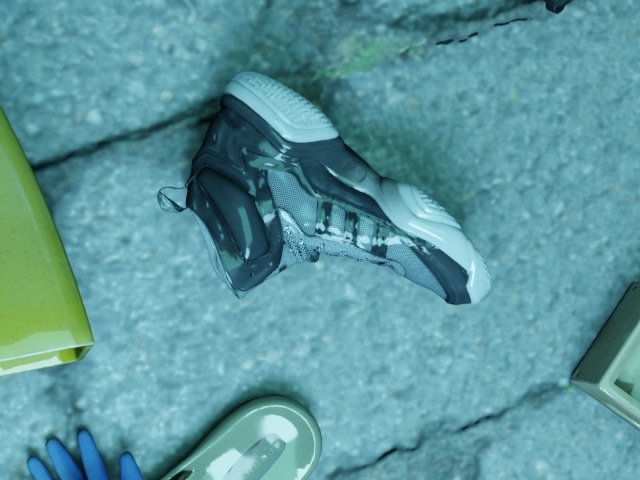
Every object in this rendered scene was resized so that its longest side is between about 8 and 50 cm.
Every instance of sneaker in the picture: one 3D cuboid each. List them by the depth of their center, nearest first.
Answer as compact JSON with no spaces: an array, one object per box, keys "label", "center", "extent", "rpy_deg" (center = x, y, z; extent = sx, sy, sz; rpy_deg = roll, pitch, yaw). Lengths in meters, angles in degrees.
[{"label":"sneaker","center":[0.000,0.000,0.928],"extent":[0.268,0.101,0.153],"rpy_deg":[38,84,-10]}]

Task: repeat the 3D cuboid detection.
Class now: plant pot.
[{"label":"plant pot","center":[-0.282,0.007,0.801],"extent":[0.212,0.212,0.187],"rpy_deg":[-10,83,-15]}]

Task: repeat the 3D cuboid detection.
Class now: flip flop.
[{"label":"flip flop","center":[-0.100,0.241,0.925],"extent":[0.277,0.080,0.112],"rpy_deg":[-45,105,-8]}]

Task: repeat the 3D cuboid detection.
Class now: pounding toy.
[{"label":"pounding toy","center":[0.308,0.129,1.037],"extent":[0.141,0.100,0.130],"rpy_deg":[36,84,-5]}]

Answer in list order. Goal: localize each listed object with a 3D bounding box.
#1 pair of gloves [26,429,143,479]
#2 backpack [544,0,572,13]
[{"label":"pair of gloves","center":[-0.215,0.235,0.871],"extent":[0.198,0.023,0.159],"rpy_deg":[-24,57,-19]},{"label":"backpack","center":[0.234,-0.297,0.961],"extent":[0.182,0.115,0.152],"rpy_deg":[-37,101,-13]}]
